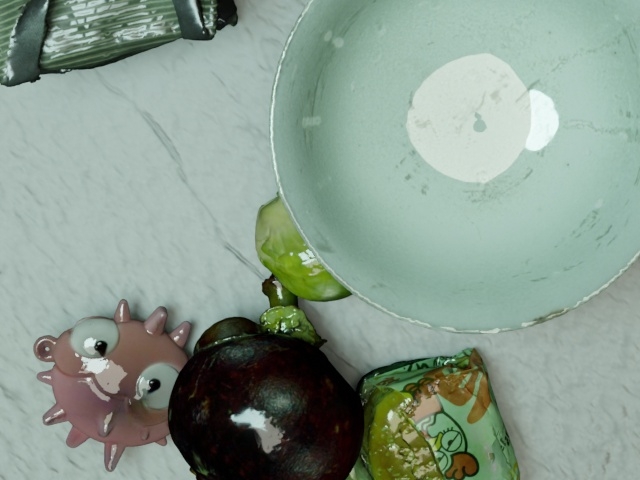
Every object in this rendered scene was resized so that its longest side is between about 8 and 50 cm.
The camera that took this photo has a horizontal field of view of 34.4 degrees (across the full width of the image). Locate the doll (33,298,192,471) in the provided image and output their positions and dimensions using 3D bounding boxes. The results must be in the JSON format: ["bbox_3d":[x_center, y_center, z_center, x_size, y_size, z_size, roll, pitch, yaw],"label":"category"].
[{"bbox_3d":[-0.232,0.182,1.283,0.262,0.093,0.211,36,90,-16],"label":"doll"}]

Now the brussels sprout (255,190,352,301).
[{"bbox_3d":[0.000,0.003,1.219,0.155,0.117,0.155,-2,70,6],"label":"brussels sprout"}]

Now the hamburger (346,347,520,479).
[{"bbox_3d":[0.119,0.256,1.254,0.235,0.125,0.214,-13,90,-7],"label":"hamburger"}]

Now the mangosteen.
[{"bbox_3d":[-0.053,0.171,1.210,0.231,0.231,0.289,14,72,2],"label":"mangosteen"}]

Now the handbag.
[{"bbox_3d":[-0.246,-0.308,1.113,0.340,0.247,0.240,-14,101,1],"label":"handbag"}]

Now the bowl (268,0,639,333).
[{"bbox_3d":[0.166,-0.132,1.138,0.434,0.196,0.435,1,101,3],"label":"bowl"}]
